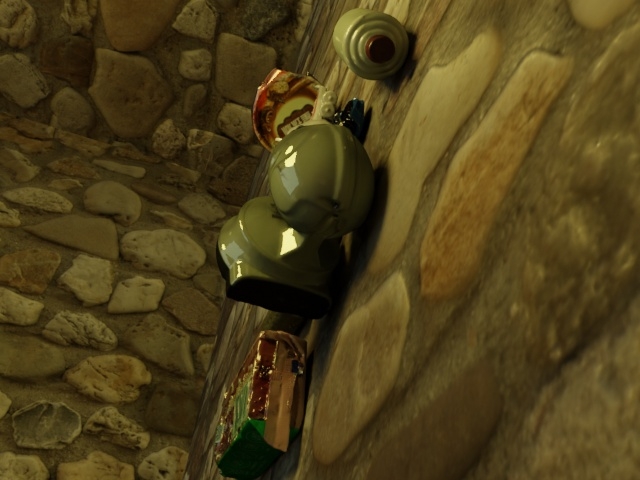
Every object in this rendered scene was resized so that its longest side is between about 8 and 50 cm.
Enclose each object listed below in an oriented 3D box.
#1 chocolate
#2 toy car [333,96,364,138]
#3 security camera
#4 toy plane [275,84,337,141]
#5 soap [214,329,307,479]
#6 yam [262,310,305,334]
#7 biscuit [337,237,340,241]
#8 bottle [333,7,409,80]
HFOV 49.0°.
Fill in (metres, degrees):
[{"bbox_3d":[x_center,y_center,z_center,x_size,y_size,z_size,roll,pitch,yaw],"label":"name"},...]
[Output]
[{"bbox_3d":[-0.055,-0.299,1.647,0.147,0.221,0.221,-59,-10,-71],"label":"chocolate"},{"bbox_3d":[0.028,-0.154,1.266,0.216,0.063,0.103,-59,14,17],"label":"toy car"},{"bbox_3d":[-0.026,-0.043,1.050,0.277,0.197,0.191,-58,26,35],"label":"security camera"},{"bbox_3d":[-0.024,-0.200,1.468,0.252,0.118,0.252,-165,90,-77],"label":"toy plane"},{"bbox_3d":[-0.102,0.281,1.160,0.273,0.098,0.217,119,164,-50],"label":"soap"},{"bbox_3d":[-0.060,0.133,1.269,0.169,0.068,0.068,118,166,-62],"label":"yam"},{"bbox_3d":[0.000,0.000,1.261,0.221,0.029,0.142,138,148,-72],"label":"biscuit"},{"bbox_3d":[0.080,-0.316,1.126,0.245,0.104,0.104,-99,28,-69],"label":"bottle"}]
